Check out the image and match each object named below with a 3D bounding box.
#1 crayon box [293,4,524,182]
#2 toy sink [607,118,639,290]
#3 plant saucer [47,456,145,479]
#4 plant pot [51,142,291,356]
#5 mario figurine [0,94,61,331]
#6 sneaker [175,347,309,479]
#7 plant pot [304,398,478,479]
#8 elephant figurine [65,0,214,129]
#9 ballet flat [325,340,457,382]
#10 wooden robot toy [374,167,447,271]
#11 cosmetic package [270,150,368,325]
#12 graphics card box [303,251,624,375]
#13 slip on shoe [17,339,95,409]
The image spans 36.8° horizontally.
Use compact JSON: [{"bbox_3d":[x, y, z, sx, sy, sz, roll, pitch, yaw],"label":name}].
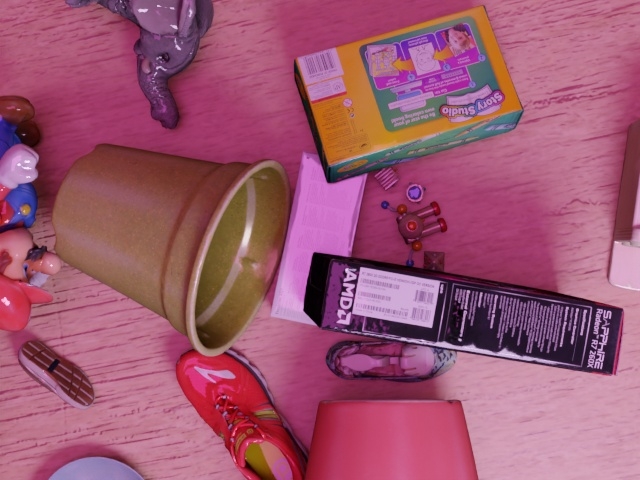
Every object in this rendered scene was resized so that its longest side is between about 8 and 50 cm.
[{"bbox_3d":[0.118,-0.200,1.324,0.278,0.081,0.165,-16,76,-3],"label":"crayon box"},{"bbox_3d":[0.488,-0.040,1.296,0.152,0.131,0.234,9,91,6],"label":"toy sink"},{"bbox_3d":[-0.324,0.412,1.412,0.194,0.037,0.195,0,88,6],"label":"plant saucer"},{"bbox_3d":[-0.213,-0.012,1.315,0.253,0.276,0.276,18,91,17],"label":"plant pot"},{"bbox_3d":[-0.414,-0.031,1.350,0.170,0.198,0.321,-10,73,24],"label":"mario figurine"},{"bbox_3d":[-0.102,0.260,1.354,0.107,0.118,0.279,-42,86,3],"label":"sneaker"},{"bbox_3d":[0.095,0.335,1.280,0.274,0.275,0.243,-2,79,5],"label":"plant pot"},{"bbox_3d":[-0.227,-0.319,1.372,0.239,0.186,0.169,43,50,-6],"label":"elephant figurine"},{"bbox_3d":[0.100,0.172,1.364,0.188,0.070,0.070,-5,89,5],"label":"ballet flat"},{"bbox_3d":[0.133,-0.031,1.355,0.076,0.079,0.173,-23,88,5],"label":"wooden robot toy"},{"bbox_3d":[0.000,0.000,1.376,0.098,0.060,0.239,12,91,1],"label":"cosmetic package"},{"bbox_3d":[0.171,0.090,1.243,0.370,0.233,0.094,9,91,-5],"label":"graphics card box"},{"bbox_3d":[-0.393,0.204,1.423,0.135,0.051,0.041,37,133,-3],"label":"slip on shoe"}]
